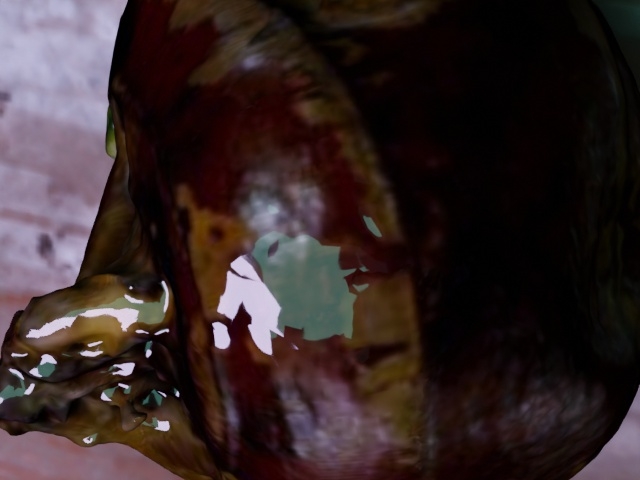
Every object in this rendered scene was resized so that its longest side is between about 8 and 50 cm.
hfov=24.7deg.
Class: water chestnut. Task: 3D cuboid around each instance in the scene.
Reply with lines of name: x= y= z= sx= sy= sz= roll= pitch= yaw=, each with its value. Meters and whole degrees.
water chestnut: x=0.000 y=0.000 z=0.484 sx=0.238 sy=0.224 sz=0.223 roll=-14 pitch=103 yaw=-11

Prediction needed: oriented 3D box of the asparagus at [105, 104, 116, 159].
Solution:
asparagus: x=-0.067 y=-0.074 z=0.595 sx=0.025 sy=0.021 sz=0.108 roll=25 pitch=112 yaw=9
